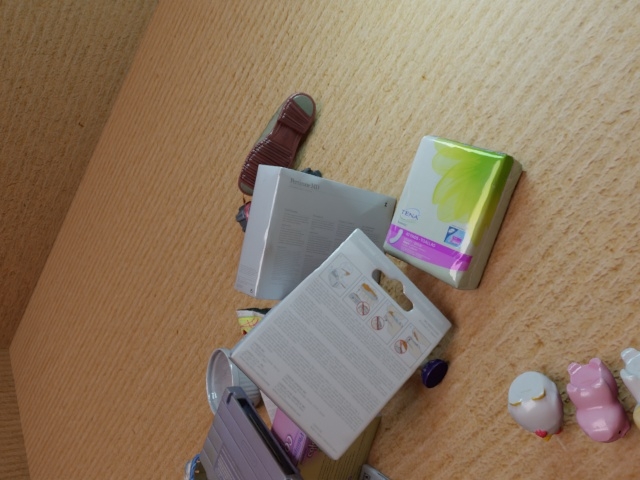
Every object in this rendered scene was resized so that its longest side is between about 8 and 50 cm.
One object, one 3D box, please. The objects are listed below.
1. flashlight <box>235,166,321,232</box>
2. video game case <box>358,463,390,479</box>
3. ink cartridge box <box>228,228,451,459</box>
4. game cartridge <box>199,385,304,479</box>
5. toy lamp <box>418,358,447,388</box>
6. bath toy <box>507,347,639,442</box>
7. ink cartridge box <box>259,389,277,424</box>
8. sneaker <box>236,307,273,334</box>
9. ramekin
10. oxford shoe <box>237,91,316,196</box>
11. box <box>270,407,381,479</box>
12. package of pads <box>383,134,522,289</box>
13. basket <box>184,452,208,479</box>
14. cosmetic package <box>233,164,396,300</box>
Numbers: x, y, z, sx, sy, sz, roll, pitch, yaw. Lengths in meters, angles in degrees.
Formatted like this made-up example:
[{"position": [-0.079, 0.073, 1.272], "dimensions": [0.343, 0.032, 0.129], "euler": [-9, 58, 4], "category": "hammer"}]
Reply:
[{"position": [-0.128, -0.114, 1.688], "dimensions": [0.304, 0.103, 0.103], "euler": [-27, 63, 42], "category": "flashlight"}, {"position": [0.142, 0.656, 1.326], "dimensions": [0.173, 0.022, 0.190], "euler": [19, 96, 47], "category": "video game case"}, {"position": [0.046, 0.214, 1.209], "dimensions": [0.385, 0.308, 0.091], "euler": [-45, 3, -16], "category": "ink cartridge box"}, {"position": [-0.162, 0.533, 1.291], "dimensions": [0.355, 0.068, 0.230], "euler": [39, 116, 48], "category": "game cartridge"}, {"position": [0.171, 0.241, 1.328], "dimensions": [0.275, 0.080, 0.080], "euler": [36, 109, 44], "category": "toy lamp"}, {"position": [0.492, 0.279, 0.955], "dimensions": [0.348, 0.129, 0.151], "euler": [-24, 22, 40], "category": "bath toy"}, {"position": [-0.075, 0.471, 1.582], "dimensions": [0.181, 0.056, 0.224], "euler": [-28, 82, 40], "category": "ink cartridge box"}, {"position": [-0.178, 0.253, 1.703], "dimensions": [0.208, 0.081, 0.094], "euler": [-7, 85, 52], "category": "sneaker"}, {"position": [-0.257, 0.428, 1.703], "dimensions": [0.207, 0.109, 0.207], "euler": [-11, 77, 57], "category": "ramekin"}, {"position": [-0.134, -0.288, 1.711], "dimensions": [0.348, 0.123, 0.130], "euler": [-54, 20, 5], "category": "oxford shoe"}, {"position": [-0.003, 0.494, 1.346], "dimensions": [0.117, 0.243, 0.213], "euler": [25, 102, 46], "category": "box"}, {"position": [0.282, -0.068, 1.248], "dimensions": [0.229, 0.101, 0.296], "euler": [28, 103, 44], "category": "package of pads"}, {"position": [-0.259, 0.683, 1.576], "dimensions": [0.289, 0.255, 0.201], "euler": [-18, 68, 56], "category": "basket"}, {"position": [0.000, 0.000, 1.330], "dimensions": [0.097, 0.377, 0.284], "euler": [17, 95, 48], "category": "cosmetic package"}]
